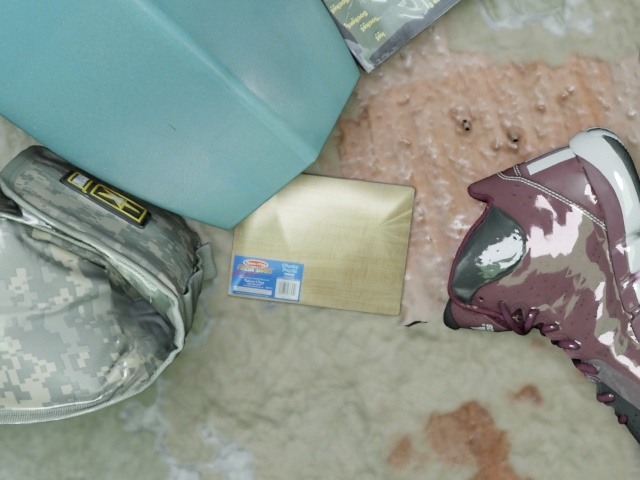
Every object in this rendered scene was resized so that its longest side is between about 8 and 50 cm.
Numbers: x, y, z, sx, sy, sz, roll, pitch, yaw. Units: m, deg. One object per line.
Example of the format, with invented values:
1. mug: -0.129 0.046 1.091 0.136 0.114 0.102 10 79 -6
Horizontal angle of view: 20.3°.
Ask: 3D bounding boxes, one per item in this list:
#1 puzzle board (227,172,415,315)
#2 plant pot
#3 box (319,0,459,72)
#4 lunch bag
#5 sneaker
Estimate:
1. puzzle board: 0.000 0.000 1.310 0.128 0.011 0.096 7 99 -1
2. plant pot: -0.102 -0.133 1.193 0.234 0.165 0.165 40 133 -14
3. box: 0.077 -0.304 1.233 0.307 0.076 0.242 -39 97 5
4. lunch bag: -0.217 0.028 1.198 0.287 0.235 0.168 -5 100 0
5. sneaker: 0.178 0.071 1.287 0.163 0.106 0.281 -17 89 8
